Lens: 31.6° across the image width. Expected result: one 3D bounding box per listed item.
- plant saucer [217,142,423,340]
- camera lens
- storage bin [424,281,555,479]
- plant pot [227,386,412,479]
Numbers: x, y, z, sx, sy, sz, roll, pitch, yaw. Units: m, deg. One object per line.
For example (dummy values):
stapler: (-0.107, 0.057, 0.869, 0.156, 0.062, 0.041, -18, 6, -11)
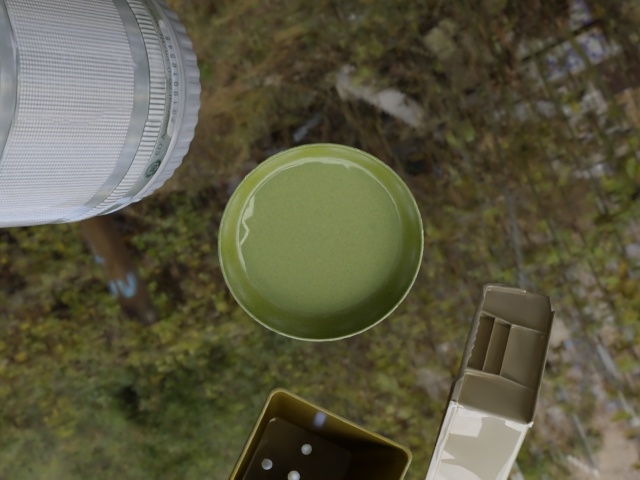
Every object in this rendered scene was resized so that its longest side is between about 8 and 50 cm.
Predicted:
plant saucer: (0.000, 0.000, 1.333, 0.241, 0.241, 0.037, -24, -164, 4)
camera lens: (-0.249, -0.119, 0.866, 0.219, 0.219, 0.274, -25, 171, 29)
storage bin: (0.262, 0.241, 1.760, 0.262, 0.123, 0.260, 98, 11, -46)
plant pot: (-0.027, 0.340, 1.580, 0.212, 0.212, 0.187, -65, -174, -9)
